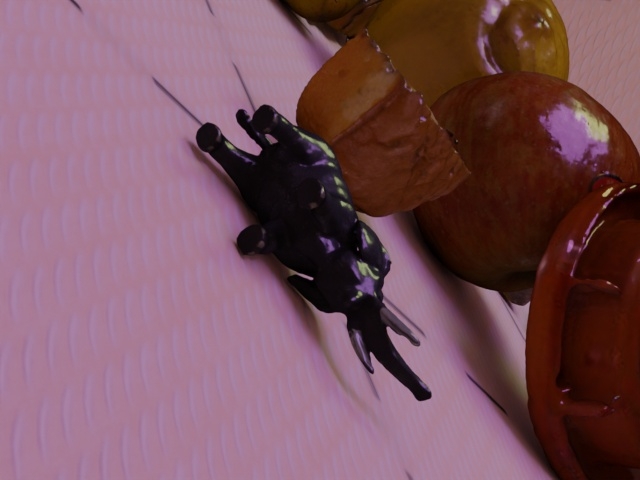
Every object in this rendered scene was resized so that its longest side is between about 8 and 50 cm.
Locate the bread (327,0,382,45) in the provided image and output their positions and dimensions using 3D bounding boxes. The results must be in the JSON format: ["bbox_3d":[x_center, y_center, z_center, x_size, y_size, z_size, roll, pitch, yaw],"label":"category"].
[{"bbox_3d":[0.023,-0.388,2.438,0.248,0.315,0.279,59,-30,11],"label":"bread"}]

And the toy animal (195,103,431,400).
[{"bbox_3d":[-0.003,-0.001,1.219,0.137,0.082,0.269,33,23,-58],"label":"toy animal"}]

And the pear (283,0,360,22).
[{"bbox_3d":[-0.003,-0.381,2.119,0.267,0.267,0.178,30,57,-63],"label":"pear"}]

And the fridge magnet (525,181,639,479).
[{"bbox_3d":[0.347,0.116,1.770,0.363,0.155,0.363,-6,97,-53],"label":"fridge magnet"}]

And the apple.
[{"bbox_3d":[0.244,-0.052,1.919,0.309,0.277,0.250,29,51,-22],"label":"apple"}]

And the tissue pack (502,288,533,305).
[{"bbox_3d":[0.268,0.006,2.264,0.120,0.082,0.169,50,13,-16],"label":"tissue pack"}]

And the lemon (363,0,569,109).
[{"bbox_3d":[0.190,-0.233,2.132,0.297,0.297,0.297,51,12,-15],"label":"lemon"}]

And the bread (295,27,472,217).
[{"bbox_3d":[0.054,-0.103,1.599,0.143,0.139,0.229,62,7,28],"label":"bread"}]
